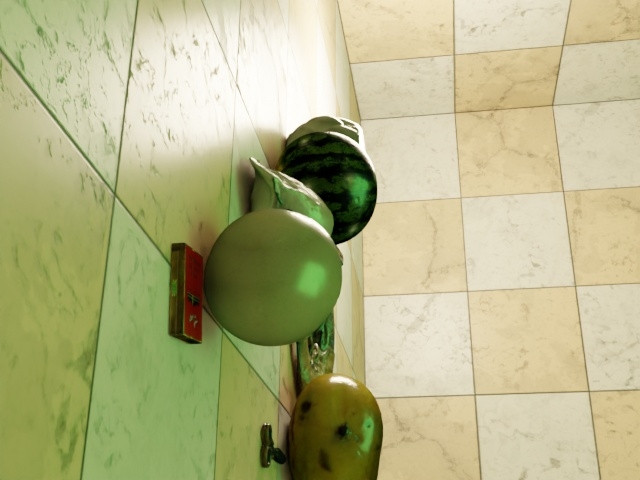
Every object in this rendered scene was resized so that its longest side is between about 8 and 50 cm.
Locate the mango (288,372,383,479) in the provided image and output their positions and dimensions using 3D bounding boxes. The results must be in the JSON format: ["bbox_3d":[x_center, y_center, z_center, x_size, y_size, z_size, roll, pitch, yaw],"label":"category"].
[{"bbox_3d":[0.033,0.509,2.009,0.301,0.220,0.445,-93,-176,-46],"label":"mango"}]

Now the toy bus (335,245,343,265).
[{"bbox_3d":[0.000,0.000,2.275,0.172,0.057,0.072,55,19,-18],"label":"toy bus"}]

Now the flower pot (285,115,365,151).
[{"bbox_3d":[0.015,-0.200,2.188,0.246,0.195,0.246,-2,90,-82],"label":"flower pot"}]

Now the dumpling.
[{"bbox_3d":[-0.072,-0.064,1.724,0.227,0.175,0.244,-131,-139,-51],"label":"dumpling"}]

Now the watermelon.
[{"bbox_3d":[0.010,-0.117,1.959,0.269,0.268,0.269,-3,90,-82],"label":"watermelon"}]

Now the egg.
[{"bbox_3d":[-0.074,0.057,1.352,0.269,0.218,0.219,-67,153,-70],"label":"egg"}]

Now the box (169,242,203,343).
[{"bbox_3d":[-0.190,0.076,1.210,0.090,0.023,0.134,57,30,-71],"label":"box"}]

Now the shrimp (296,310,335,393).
[{"bbox_3d":[-0.022,0.215,2.225,0.272,0.085,0.445,65,26,-55],"label":"shrimp"}]

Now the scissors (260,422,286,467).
[{"bbox_3d":[-0.096,0.443,1.772,0.220,0.017,0.088,71,17,-65],"label":"scissors"}]
